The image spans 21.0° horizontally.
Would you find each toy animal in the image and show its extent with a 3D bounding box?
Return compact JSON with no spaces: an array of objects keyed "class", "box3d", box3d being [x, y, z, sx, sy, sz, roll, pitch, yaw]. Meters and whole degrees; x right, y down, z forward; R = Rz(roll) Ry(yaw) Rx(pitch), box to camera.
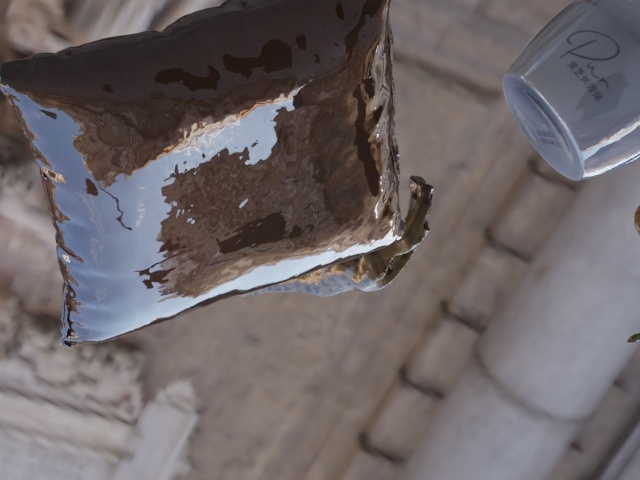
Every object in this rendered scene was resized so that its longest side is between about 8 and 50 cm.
[{"class":"toy animal","box3d":[0.005,0.008,1.845,0.149,0.275,0.054,55,-158,12]}]

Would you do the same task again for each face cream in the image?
[{"class":"face cream","box3d":[0.192,-0.106,1.190,0.117,0.104,0.117,52,170,13]}]

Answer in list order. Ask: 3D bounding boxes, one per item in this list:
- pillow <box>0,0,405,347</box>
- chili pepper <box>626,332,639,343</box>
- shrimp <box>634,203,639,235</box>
[{"class":"pillow","box3d":[-0.076,-0.060,1.324,0.305,0.308,0.108,-19,-131,-14]},{"class":"chili pepper","box3d":[0.406,0.135,1.557,0.272,0.071,0.063,20,-165,15]},{"class":"shrimp","box3d":[0.325,-0.013,1.472,0.114,0.083,0.023,38,163,33]}]
